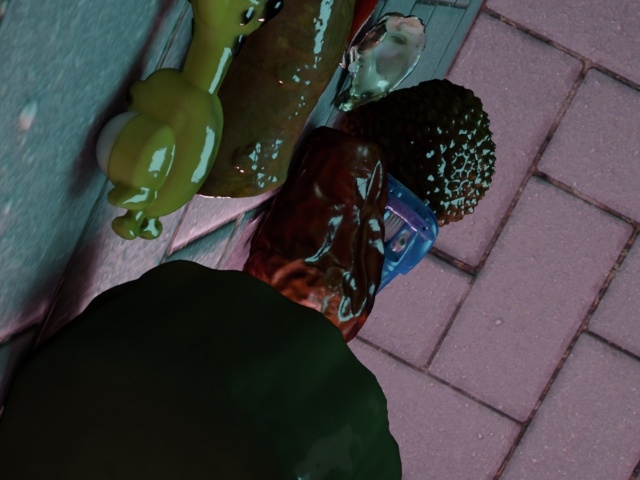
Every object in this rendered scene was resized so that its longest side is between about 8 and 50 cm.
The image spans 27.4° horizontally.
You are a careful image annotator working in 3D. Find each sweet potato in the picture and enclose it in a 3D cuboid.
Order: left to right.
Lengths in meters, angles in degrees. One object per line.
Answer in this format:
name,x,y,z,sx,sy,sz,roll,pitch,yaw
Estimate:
sweet potato,-0.029,-0.194,1.131,0.336,0.131,0.131,-63,174,27

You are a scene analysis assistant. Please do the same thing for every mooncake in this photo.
mooncake,-0.107,0.201,1.163,0.194,0.356,0.356,-41,160,-52

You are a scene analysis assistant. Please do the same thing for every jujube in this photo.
jujube,0.000,0.000,1.933,0.216,0.216,0.342,75,28,-81

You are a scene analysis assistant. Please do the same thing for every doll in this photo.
doll,-0.094,-0.135,1.012,0.117,0.086,0.291,-2,119,-66

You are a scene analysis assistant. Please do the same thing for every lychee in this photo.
lychee,0.169,-0.143,2.229,0.267,0.268,0.267,-61,174,-11

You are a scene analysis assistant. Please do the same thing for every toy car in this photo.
toy car,0.046,0.031,2.115,0.314,0.198,0.166,-46,-163,15

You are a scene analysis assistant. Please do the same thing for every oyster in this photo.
oyster,0.078,-0.274,1.987,0.191,0.081,0.163,-48,152,11

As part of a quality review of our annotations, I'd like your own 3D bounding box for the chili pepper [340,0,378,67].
chili pepper,0.108,-0.346,1.477,0.368,0.137,0.092,-46,153,-9
